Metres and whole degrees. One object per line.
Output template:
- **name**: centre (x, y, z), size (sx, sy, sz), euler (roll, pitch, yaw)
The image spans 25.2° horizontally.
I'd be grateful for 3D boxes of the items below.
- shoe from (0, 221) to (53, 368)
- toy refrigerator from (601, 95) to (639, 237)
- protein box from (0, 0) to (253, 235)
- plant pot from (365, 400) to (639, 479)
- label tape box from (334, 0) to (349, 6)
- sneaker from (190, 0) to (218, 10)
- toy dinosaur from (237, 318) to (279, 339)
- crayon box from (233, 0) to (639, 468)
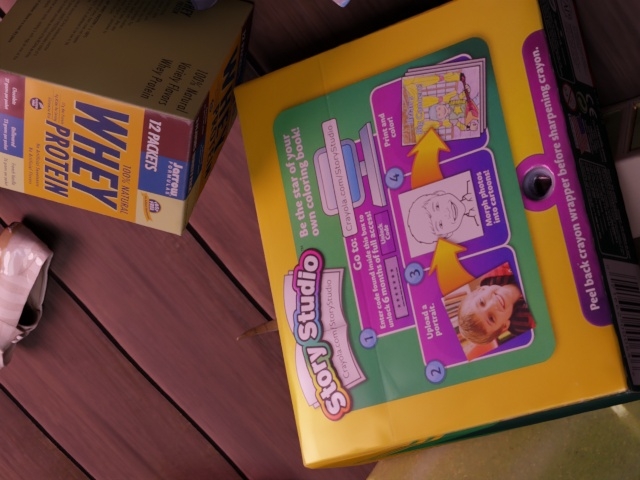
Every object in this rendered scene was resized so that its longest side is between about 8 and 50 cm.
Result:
- **shoe**: centre (-0.348, 0.076, 1.631), size (0.058, 0.076, 0.219), euler (23, 130, 4)
- **toy refrigerator**: centre (0.316, -0.079, 1.278), size (0.269, 0.102, 0.094), euler (-17, 122, 29)
- **protein box**: centre (-0.189, -0.138, 1.319), size (0.201, 0.200, 0.136), euler (15, 132, 4)
- **plant pot**: centre (0.187, 0.205, 1.377), size (0.276, 0.254, 0.276), euler (40, 168, 11)
- **label tape box**: centre (-0.044, -0.386, 1.126), size (0.348, 0.115, 0.249), euler (33, 131, -13)
- **sneaker**: centre (-0.206, -0.283, 1.270), size (0.300, 0.111, 0.121), euler (20, 136, 3)
- **toy dinosaur**: centre (0.016, 0.058, 1.495), size (0.211, 0.064, 0.112), euler (-36, 130, 0)
- **crayon box**: centre (0.103, -0.008, 1.259), size (0.313, 0.363, 0.106), euler (-18, 165, 30)
